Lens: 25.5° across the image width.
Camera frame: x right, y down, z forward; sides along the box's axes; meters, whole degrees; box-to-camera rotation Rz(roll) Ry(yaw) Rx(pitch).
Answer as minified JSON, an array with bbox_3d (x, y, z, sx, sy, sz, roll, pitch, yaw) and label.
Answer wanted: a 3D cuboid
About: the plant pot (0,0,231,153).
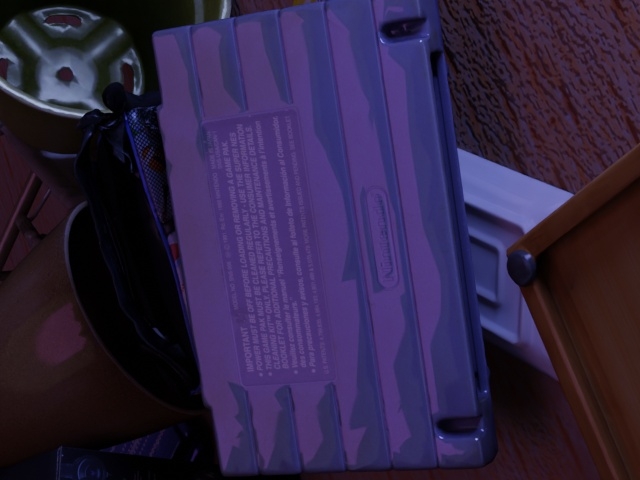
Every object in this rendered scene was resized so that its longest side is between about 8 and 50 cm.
[{"bbox_3d":[-0.249,-0.211,1.446,0.254,0.276,0.276,133,122,-69],"label":"plant pot"}]

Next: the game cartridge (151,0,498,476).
[{"bbox_3d":[0.000,0.000,1.070,0.230,0.068,0.355,-5,96,27],"label":"game cartridge"}]

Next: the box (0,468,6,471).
[{"bbox_3d":[-0.392,0.437,1.954,0.261,0.103,0.184,81,163,-56],"label":"box"}]

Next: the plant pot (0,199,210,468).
[{"bbox_3d":[-0.261,0.123,1.411,0.254,0.237,0.237,-32,67,21],"label":"plant pot"}]

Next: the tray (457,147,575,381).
[{"bbox_3d":[0.101,0.002,1.104,0.270,0.030,0.145,29,125,54],"label":"tray"}]

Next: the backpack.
[{"bbox_3d":[-0.098,0.000,1.260,0.276,0.213,0.263,139,120,-80],"label":"backpack"}]

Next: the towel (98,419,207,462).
[{"bbox_3d":[-0.264,0.242,1.741,0.336,0.040,0.243,45,115,46],"label":"towel"}]

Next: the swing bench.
[{"bbox_3d":[-0.271,0.011,1.628,0.253,0.165,0.254,44,130,47],"label":"swing bench"}]

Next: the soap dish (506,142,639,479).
[{"bbox_3d":[0.235,0.068,0.804,0.229,0.118,0.291,-45,62,56],"label":"soap dish"}]

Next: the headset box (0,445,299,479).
[{"bbox_3d":[-0.204,0.300,1.432,0.246,0.283,0.131,-26,58,52],"label":"headset box"}]

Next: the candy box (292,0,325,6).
[{"bbox_3d":[0.026,-0.251,1.150,0.105,0.027,0.206,54,142,42],"label":"candy box"}]
